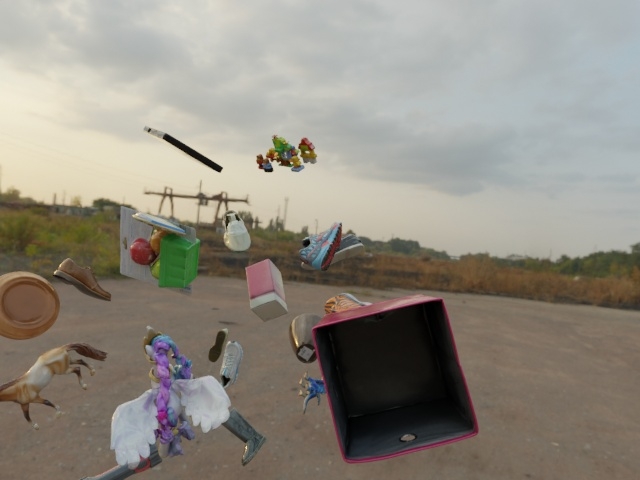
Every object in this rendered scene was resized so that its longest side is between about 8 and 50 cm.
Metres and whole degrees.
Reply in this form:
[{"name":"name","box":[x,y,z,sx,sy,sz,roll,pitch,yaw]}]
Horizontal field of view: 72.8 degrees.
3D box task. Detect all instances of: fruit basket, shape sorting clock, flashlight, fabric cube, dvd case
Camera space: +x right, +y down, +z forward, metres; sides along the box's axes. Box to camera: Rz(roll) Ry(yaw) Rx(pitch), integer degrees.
[{"name":"fruit basket","box":[-0.686,0.046,1.835,0.352,0.327,0.165,18,24,15]},{"name":"shape sorting clock","box":[-0.613,-0.056,1.653,0.206,0.040,0.206,23,1,0]},{"name":"flashlight","box":[-0.749,0.848,1.598,0.304,0.103,0.103,-17,53,-34]},{"name":"fabric cube","box":[0.141,0.263,0.906,0.254,0.259,0.258,-14,-6,3]},{"name":"dvd case","box":[-0.400,-0.265,1.251,0.180,0.022,0.253,31,-1,-37]}]

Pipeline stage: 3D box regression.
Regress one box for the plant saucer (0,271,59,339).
[{"name":"plant saucer","box":[-0.850,0.182,1.246,0.037,0.200,0.200,-23,-16,29]}]

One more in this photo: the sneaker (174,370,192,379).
[{"name":"sneaker","box":[-0.520,0.481,1.538,0.152,0.054,0.061,3,-14,27]}]

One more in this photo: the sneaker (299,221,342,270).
[{"name":"sneaker","box":[0.000,0.000,1.537,0.125,0.104,0.262,14,32,13]}]

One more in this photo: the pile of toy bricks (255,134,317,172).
[{"name":"pile of toy bricks","box":[-0.123,-0.284,1.370,0.212,0.105,0.118,14,41,41]}]

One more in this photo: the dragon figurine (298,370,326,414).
[{"name":"dragon figurine","box":[-0.021,0.697,2.002,0.144,0.085,0.289,28,12,-11]}]

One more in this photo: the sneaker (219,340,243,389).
[{"name":"sneaker","box":[-0.345,0.477,1.647,0.071,0.191,0.083,9,9,10]}]

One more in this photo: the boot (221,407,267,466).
[{"name":"boot","box":[-0.356,0.857,1.907,0.208,0.076,0.189,42,22,5]}]

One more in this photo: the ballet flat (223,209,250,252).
[{"name":"ballet flat","box":[-0.288,-0.040,1.453,0.086,0.086,0.248,7,20,-22]}]

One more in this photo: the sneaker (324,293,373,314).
[{"name":"sneaker","box":[0.077,0.291,1.750,0.180,0.125,0.321,-5,1,-36]}]

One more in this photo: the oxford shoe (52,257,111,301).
[{"name":"oxford shoe","box":[-0.725,0.128,1.360,0.076,0.076,0.212,4,-32,22]}]

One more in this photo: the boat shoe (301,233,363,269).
[{"name":"boat shoe","box":[0.046,0.052,2.095,0.335,0.112,0.096,-16,53,-22]}]

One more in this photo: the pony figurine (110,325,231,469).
[{"name":"pony figurine","box":[-0.442,0.468,1.249,0.302,0.364,0.351,-13,45,-25]}]

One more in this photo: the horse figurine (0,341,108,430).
[{"name":"horse figurine","box":[-0.667,0.344,1.069,0.066,0.263,0.175,11,-42,40]}]

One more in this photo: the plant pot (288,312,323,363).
[{"name":"plant pot","box":[-0.064,0.512,2.184,0.215,0.216,0.230,6,15,0]}]

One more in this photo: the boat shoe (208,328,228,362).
[{"name":"boat shoe","box":[-0.438,0.454,1.879,0.056,0.153,0.048,21,7,13]}]

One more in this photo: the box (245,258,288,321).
[{"name":"box","box":[-0.248,0.229,2.002,0.126,0.232,0.149,-22,-38,8]}]
